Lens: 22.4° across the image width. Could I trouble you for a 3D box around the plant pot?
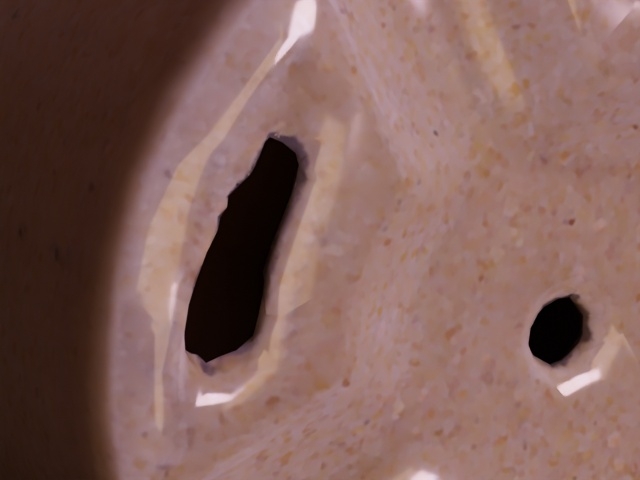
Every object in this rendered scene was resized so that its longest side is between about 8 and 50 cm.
[{"bbox_3d":[0.000,0.000,0.481,0.334,0.305,0.334,-5,102,-24],"label":"plant pot"}]
